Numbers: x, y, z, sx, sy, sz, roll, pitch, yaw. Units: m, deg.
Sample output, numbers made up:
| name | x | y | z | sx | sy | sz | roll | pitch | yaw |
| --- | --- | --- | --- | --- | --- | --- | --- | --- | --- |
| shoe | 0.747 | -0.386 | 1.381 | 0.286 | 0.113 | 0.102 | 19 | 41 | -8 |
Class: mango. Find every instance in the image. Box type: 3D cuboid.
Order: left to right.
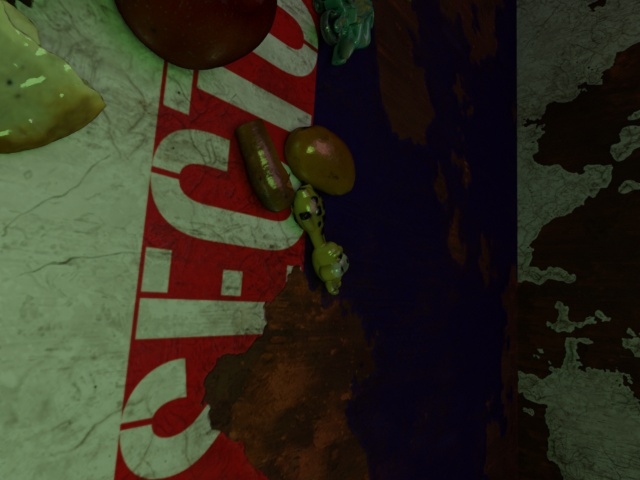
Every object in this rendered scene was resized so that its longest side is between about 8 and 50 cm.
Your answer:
| name | x | y | z | sx | sy | sz | roll | pitch | yaw |
| --- | --- | --- | --- | --- | --- | --- | --- | --- | --- |
| mango | 0.012 | -0.188 | 0.991 | 0.217 | 0.102 | 0.141 | 43 | 63 | -36 |

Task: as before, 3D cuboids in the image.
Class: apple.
| name | x | y | z | sx | sy | sz | roll | pitch | yaw |
| --- | --- | --- | --- | --- | --- | --- | --- | --- | --- |
| apple | -0.200 | -0.419 | 0.676 | 0.261 | 0.217 | 0.260 | 3 | 87 | -53 |

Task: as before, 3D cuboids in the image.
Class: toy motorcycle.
| name | x | y | z | sx | sy | sz | roll | pitch | yaw |
| --- | --- | --- | --- | --- | --- | --- | --- | --- | --- |
| toy motorcycle | 0.074 | -0.596 | 1.102 | 0.198 | 0.109 | 0.296 | 59 | 46 | -42 |

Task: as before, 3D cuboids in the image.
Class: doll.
| name | x | y | z | sx | sy | sz | roll | pitch | yaw |
| --- | --- | --- | --- | --- | --- | --- | --- | --- | --- |
| doll | 0.001 | 0.000 | 0.979 | 0.117 | 0.086 | 0.290 | -57 | 131 | -60 |

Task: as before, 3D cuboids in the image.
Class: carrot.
| name | x | y | z | sx | sy | sz | roll | pitch | yaw |
| --- | --- | --- | --- | --- | --- | --- | --- | --- | --- |
| carrot | -0.119 | -0.154 | 0.856 | 0.087 | 0.087 | 0.193 | -42 | 116 | -42 |

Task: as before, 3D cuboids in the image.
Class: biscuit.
| name | x | y | z | sx | sy | sz | roll | pitch | yaw |
| --- | --- | --- | --- | --- | --- | --- | --- | --- | --- |
| biscuit | -0.428 | -0.213 | 0.458 | 0.204 | 0.040 | 0.309 | -45 | 145 | -8 |

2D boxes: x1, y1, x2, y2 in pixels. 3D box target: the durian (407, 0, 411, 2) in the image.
| name | x | y | z | sx | sy | sz | roll | pitch | yaw |
| --- | --- | --- | --- | --- | --- | --- | --- | --- | --- |
| durian | 0.331 | -0.949 | 1.423 | 0.147 | 0.103 | 0.207 | -16 | 123 | -46 |
